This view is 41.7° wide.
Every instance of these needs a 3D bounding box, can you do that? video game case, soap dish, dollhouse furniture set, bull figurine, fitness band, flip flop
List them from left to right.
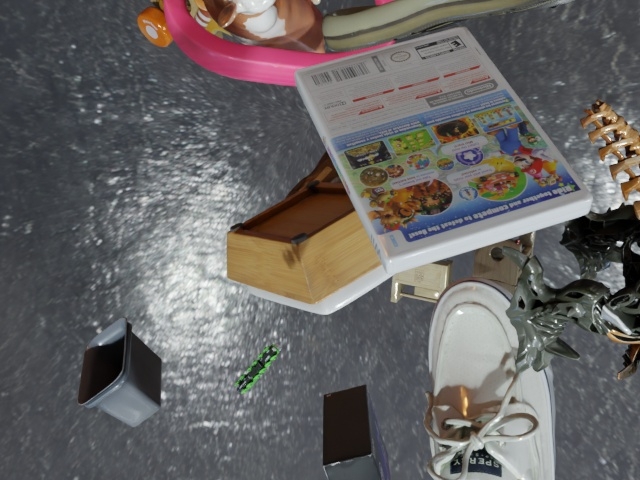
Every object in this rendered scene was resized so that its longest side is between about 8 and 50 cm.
[{"bbox_3d":[-0.088,-0.303,1.029,0.101,0.310,0.188,-45,74,9],"label":"bull figurine"},{"bbox_3d":[-0.046,-0.288,1.035,0.290,0.054,0.209,5,68,-6],"label":"fitness band"},{"bbox_3d":[0.000,0.000,1.279,0.229,0.291,0.118,-30,109,-24],"label":"soap dish"},{"bbox_3d":[0.047,-0.045,0.361,0.087,0.122,0.011,-16,140,-9],"label":"video game case"},{"bbox_3d":[0.219,0.031,1.278,0.183,0.129,0.129,10,108,21],"label":"dollhouse furniture set"},{"bbox_3d":[0.122,-0.201,0.605,0.277,0.112,0.080,-7,101,31],"label":"flip flop"}]

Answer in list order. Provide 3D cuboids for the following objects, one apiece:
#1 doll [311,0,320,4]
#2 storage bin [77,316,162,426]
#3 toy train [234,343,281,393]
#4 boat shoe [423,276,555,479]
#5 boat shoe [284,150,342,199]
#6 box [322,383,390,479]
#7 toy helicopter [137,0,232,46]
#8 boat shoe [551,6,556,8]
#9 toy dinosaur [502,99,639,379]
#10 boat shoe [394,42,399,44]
[{"bbox_3d":[-0.041,-0.470,1.489,0.046,0.189,0.129,-41,83,-1],"label":"doll"},{"bbox_3d":[-0.276,0.193,1.171,0.098,0.135,0.091,-36,120,14],"label":"storage bin"},{"bbox_3d":[-0.069,0.143,0.944,0.017,0.023,0.083,48,124,13],"label":"toy train"},{"bbox_3d":[0.164,0.218,0.859,0.135,0.156,0.367,-6,84,24],"label":"boat shoe"},{"bbox_3d":[0.035,-0.113,1.581,0.257,0.095,0.095,-40,59,-14],"label":"boat shoe"},{"bbox_3d":[0.074,0.434,1.665,0.103,0.261,0.184,-17,109,7],"label":"box"},{"bbox_3d":[-0.205,-0.454,1.616,0.355,0.235,0.140,30,64,19],"label":"toy helicopter"},{"bbox_3d":[0.341,-0.411,1.275,0.142,0.049,0.040,42,64,-45],"label":"boat shoe"},{"bbox_3d":[0.279,0.029,0.672,0.164,0.218,0.322,-25,108,-36],"label":"toy dinosaur"},{"bbox_3d":[0.170,-0.176,1.174,0.121,0.335,0.119,-12,123,-15],"label":"boat shoe"}]
